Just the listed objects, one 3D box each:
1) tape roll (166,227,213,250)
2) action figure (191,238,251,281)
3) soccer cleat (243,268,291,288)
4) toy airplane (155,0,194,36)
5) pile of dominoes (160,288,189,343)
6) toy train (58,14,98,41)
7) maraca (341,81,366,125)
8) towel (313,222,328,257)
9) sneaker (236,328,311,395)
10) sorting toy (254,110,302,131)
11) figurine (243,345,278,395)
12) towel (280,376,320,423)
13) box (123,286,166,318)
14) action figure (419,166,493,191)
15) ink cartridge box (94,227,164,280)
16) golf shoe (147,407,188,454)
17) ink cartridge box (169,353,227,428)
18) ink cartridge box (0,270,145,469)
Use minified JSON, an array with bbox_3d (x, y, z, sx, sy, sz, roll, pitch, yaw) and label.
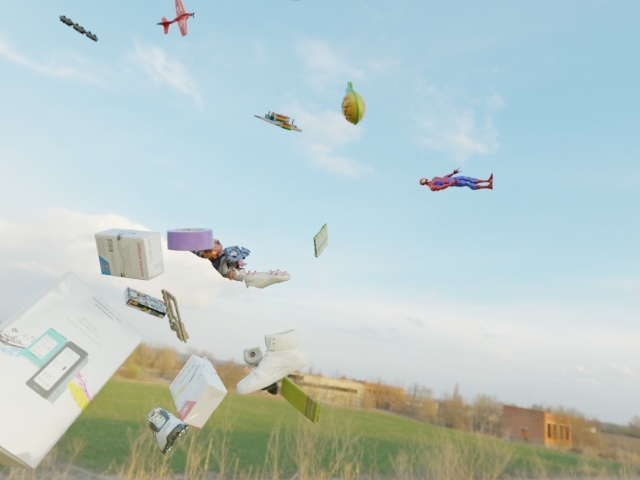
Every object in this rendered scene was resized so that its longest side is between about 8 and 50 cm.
[{"bbox_3d":[-0.550,-0.007,1.707,0.189,0.080,0.189,1,7,0],"label":"tape roll"},{"bbox_3d":[-0.483,0.084,2.009,0.330,0.178,0.341,40,6,10],"label":"action figure"},{"bbox_3d":[-0.217,0.162,1.668,0.197,0.076,0.068,-1,17,4],"label":"soccer cleat"},{"bbox_3d":[-0.522,-0.795,1.463,0.151,0.151,0.028,6,-1,10],"label":"toy airplane"},{"bbox_3d":[-0.651,0.332,1.831,0.040,0.251,0.196,-20,25,-35],"label":"pile of dominoes"},{"bbox_3d":[-0.920,-0.806,1.540,0.158,0.027,0.036,31,-5,-6],"label":"toy train"},{"bbox_3d":[0.131,-0.565,1.669,0.099,0.185,0.127,-7,-18,-15],"label":"maraca"},{"bbox_3d":[0.000,0.000,1.943,0.023,0.113,0.152,23,-35,21],"label":"towel"},{"bbox_3d":[-0.199,0.439,1.507,0.293,0.169,0.108,-24,1,-21],"label":"sneaker"},{"bbox_3d":[-0.165,-0.505,1.699,0.132,0.046,0.275,3,22,-41],"label":"sorting toy"},{"bbox_3d":[-0.270,0.613,1.891,0.092,0.214,0.209,-29,-31,-13],"label":"figurine"},{"bbox_3d":[-0.089,0.688,1.762,0.021,0.102,0.237,-4,18,-45],"label":"towel"},{"bbox_3d":[-0.600,0.214,1.385,0.137,0.027,0.094,33,2,-35],"label":"box"},{"bbox_3d":[0.220,-0.098,0.664,0.115,0.038,0.030,-1,-49,24],"label":"action figure"},{"bbox_3d":[-0.633,0.043,1.348,0.203,0.148,0.086,5,17,18],"label":"ink cartridge box"},{"bbox_3d":[-0.510,0.609,1.312,0.120,0.105,0.273,44,-32,-4],"label":"golf shoe"},{"bbox_3d":[-0.341,0.395,1.099,0.067,0.115,0.198,40,-8,-33],"label":"ink cartridge box"},{"bbox_3d":[-0.523,0.234,0.744,0.198,0.270,0.197,-22,-64,38],"label":"ink cartridge box"}]
